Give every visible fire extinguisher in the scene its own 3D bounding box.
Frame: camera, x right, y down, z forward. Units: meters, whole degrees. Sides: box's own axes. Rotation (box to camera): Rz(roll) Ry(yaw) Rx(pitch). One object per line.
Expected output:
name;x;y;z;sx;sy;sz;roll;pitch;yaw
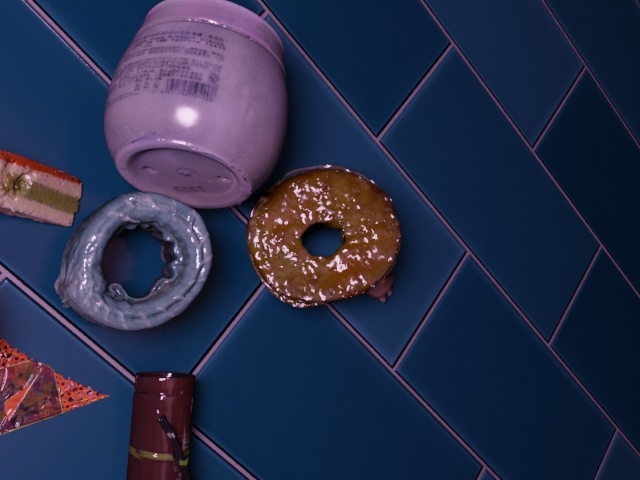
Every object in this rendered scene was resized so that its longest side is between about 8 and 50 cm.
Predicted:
fire extinguisher;-0.249;0.378;1.046;0.105;0.141;0.341;3;83;-5

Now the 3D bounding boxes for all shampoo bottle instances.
shampoo bottle;-0.184;-0.208;1.055;0.273;0.273;0.266;22;65;-29

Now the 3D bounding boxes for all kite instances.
kite;-0.439;0.233;1.010;0.222;0.008;0.125;37;70;-24

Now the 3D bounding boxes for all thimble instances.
thimble;-0.291;0.035;1.041;0.235;0.143;0.198;-33;102;-31

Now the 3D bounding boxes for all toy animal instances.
toy animal;0.090;0.058;1.320;0.089;0.083;0.150;-37;106;17

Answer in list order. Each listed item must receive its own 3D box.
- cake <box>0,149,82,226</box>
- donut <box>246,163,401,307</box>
cake;-0.475;-0.082;0.998;0.220;0.117;0.086;22;74;-63
donut;0.000;0.000;1.219;0.272;0.107;0.272;1;76;-6
